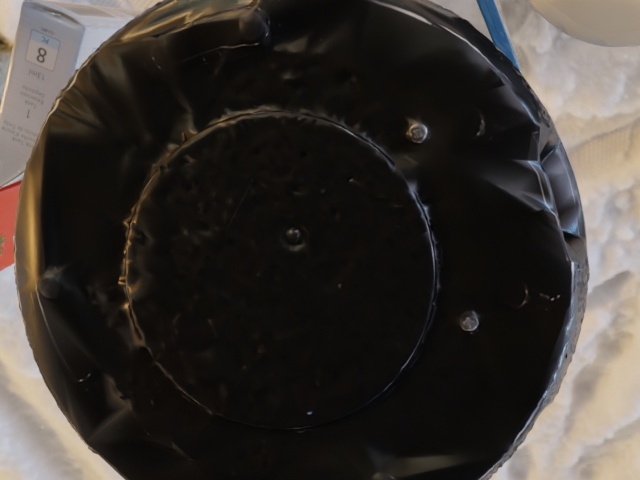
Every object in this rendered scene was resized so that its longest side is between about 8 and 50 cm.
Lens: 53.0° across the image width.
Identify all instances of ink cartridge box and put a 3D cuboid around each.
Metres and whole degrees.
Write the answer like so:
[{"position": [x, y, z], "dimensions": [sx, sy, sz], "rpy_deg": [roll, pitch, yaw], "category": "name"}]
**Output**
[{"position": [-0.339, -0.135, 0.915], "dimensions": [0.091, 0.308, 0.385], "rpy_deg": [22, 110, 1], "category": "ink cartridge box"}]

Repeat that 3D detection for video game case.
[{"position": [0.150, -0.245, 0.598], "dimensions": [0.015, 0.166, 0.119], "rpy_deg": [-19, 140, 23], "category": "video game case"}]

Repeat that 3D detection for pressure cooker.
[{"position": [0.005, 0.004, 0.563], "dimensions": [0.370, 0.420, 0.375], "rpy_deg": [-27, 91, 12], "category": "pressure cooker"}]

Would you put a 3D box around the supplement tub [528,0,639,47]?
[{"position": [0.312, -0.281, 0.441], "dimensions": [0.331, 0.241, 0.241], "rpy_deg": [-25, 130, -20], "category": "supplement tub"}]
